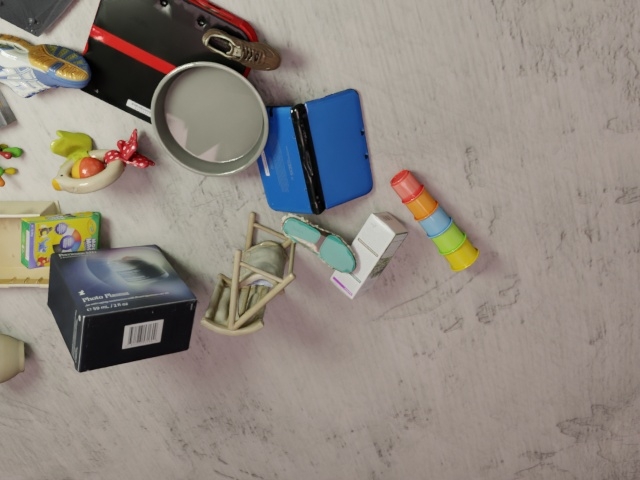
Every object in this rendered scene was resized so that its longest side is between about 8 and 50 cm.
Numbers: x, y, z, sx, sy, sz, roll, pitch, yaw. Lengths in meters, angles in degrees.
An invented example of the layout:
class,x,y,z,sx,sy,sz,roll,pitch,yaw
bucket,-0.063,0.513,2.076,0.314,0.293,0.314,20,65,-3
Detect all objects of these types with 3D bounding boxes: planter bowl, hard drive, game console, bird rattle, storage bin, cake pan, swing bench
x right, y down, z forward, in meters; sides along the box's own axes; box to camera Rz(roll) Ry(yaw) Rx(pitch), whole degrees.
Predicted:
class,x,y,z,sx,sy,sz,roll,pitch,yaw
planter bowl,-0.973,0.363,1.843,0.109,0.162,0.162,0,120,-28
hard drive,-0.640,-0.596,1.349,0.254,0.054,0.172,-39,151,20
game console,-0.025,-0.234,1.578,0.250,0.173,0.293,7,121,33
bird rattle,-0.567,-0.185,1.530,0.253,0.207,0.143,9,135,7
game console,-0.377,-0.445,1.472,0.386,0.060,0.342,25,119,-10
storage bin,-0.862,0.023,1.674,0.262,0.123,0.261,0,116,1
cake pan,-0.270,-0.301,1.481,0.292,0.054,0.293,2,120,4
swing bench,-0.186,0.101,1.623,0.165,0.253,0.255,25,115,-11

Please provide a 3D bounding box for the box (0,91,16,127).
class,x,y,z,sx,sy,sz,roll,pitch,yaw
box,-0.933,-0.350,1.526,0.230,0.056,0.183,-16,115,9

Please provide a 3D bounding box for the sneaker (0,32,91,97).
class,x,y,z,sx,sy,sz,roll,pitch,yaw
sneaker,-0.692,-0.409,1.464,0.296,0.112,0.131,19,129,10

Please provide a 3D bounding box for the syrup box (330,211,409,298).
class,x,y,z,sx,sy,sz,roll,pitch,yaw
syrup box,0.134,0.042,1.655,0.096,0.093,0.237,43,117,23

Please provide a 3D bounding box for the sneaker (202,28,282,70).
class,x,y,z,sx,sy,sz,roll,pitch,yaw
sneaker,-0.185,-0.434,1.390,0.188,0.071,0.066,17,120,-6

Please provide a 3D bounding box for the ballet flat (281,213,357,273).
class,x,y,z,sx,sy,sz,roll,pitch,yaw
ballet flat,0.000,0.000,1.626,0.241,0.077,0.091,36,101,-5

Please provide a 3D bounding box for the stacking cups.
class,x,y,z,sx,sy,sz,roll,pitch,yaw
stacking cups,0.306,-0.059,1.632,0.096,0.096,0.316,-36,105,18

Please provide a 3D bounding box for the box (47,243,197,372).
class,x,y,z,sx,sy,sz,roll,pitch,yaw
box,-0.530,0.162,1.580,0.296,0.294,0.183,-6,122,-38

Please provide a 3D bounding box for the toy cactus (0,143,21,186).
class,x,y,z,sx,sy,sz,roll,pitch,yaw
toy cactus,-0.901,-0.215,1.543,0.218,0.112,0.181,-7,153,-4

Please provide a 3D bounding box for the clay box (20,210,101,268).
class,x,y,z,sx,sy,sz,roll,pitch,yaw
clay box,-0.684,-0.005,1.608,0.053,0.222,0.128,23,112,36
